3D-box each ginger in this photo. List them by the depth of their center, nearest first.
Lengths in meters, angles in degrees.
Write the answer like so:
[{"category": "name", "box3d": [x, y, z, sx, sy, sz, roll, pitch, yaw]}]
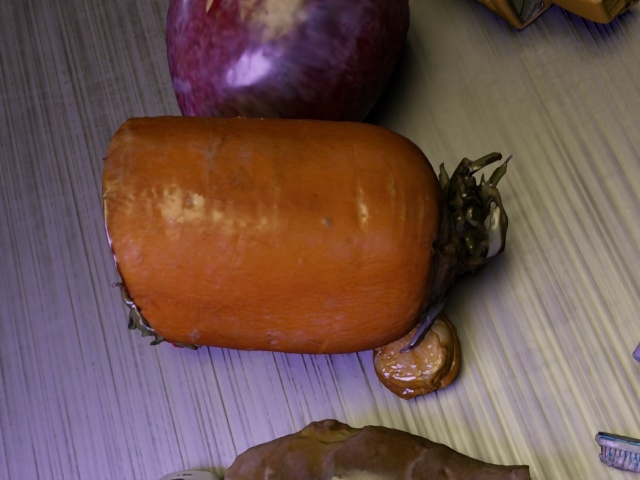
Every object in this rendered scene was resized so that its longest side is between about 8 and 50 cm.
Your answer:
[{"category": "ginger", "box3d": [0.042, 0.212, 0.732, 0.263, 0.109, 0.116, 0, 44, 19]}]

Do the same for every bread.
[{"category": "bread", "box3d": [0.084, 0.099, 0.791, 0.083, 0.046, 0.081, -45, 57, 2]}]

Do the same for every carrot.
[{"category": "carrot", "box3d": [0.000, 0.000, 0.744, 0.331, 0.214, 0.193, -2, 58, -6]}]

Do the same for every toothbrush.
[{"category": "toothbrush", "box3d": [0.358, 0.186, 0.671, 0.294, 0.026, 0.028, 7, 92, 22]}]

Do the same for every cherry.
[{"category": "cherry", "box3d": [-0.038, -0.190, 0.856, 0.230, 0.203, 0.300, 17, 91, 17]}]

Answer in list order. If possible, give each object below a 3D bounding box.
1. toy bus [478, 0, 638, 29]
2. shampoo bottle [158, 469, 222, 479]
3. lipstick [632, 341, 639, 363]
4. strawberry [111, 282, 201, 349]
[{"category": "toy bus", "box3d": [0.151, -0.312, 0.874, 0.123, 0.121, 0.335, -49, 63, 8]}, {"category": "shampoo bottle", "box3d": [-0.135, 0.252, 0.758, 0.077, 0.152, 0.045, -5, 105, 15]}, {"category": "lipstick", "box3d": [0.361, -0.016, 0.716, 0.076, 0.076, 0.304, 30, 84, 26]}, {"category": "strawberry", "box3d": [-0.113, 0.025, 0.870, 0.146, 0.082, 0.187, 43, 74, 6]}]
